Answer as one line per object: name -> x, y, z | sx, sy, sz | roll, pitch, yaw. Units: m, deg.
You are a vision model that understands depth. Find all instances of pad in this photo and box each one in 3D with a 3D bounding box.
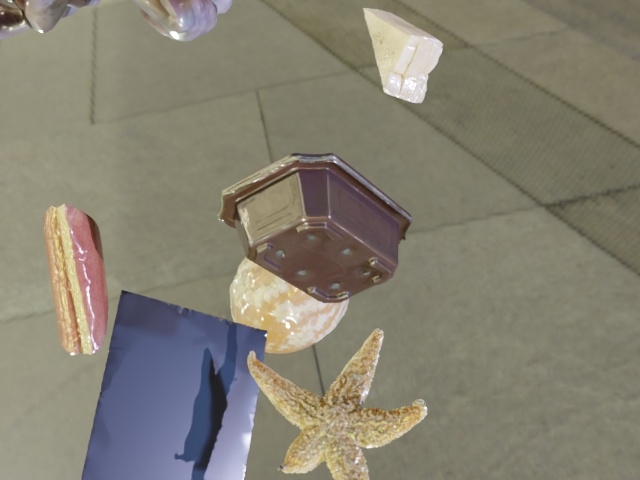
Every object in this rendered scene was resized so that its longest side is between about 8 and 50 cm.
pad -> -0.207, 0.275, 1.515 | 0.007, 0.248, 0.367 | -17, 60, 55

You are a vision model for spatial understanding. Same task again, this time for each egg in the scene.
egg -> -0.056, 0.096, 1.893 | 0.203, 0.245, 0.203 | 25, 32, -17

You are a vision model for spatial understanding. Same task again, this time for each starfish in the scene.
starfish -> 0.026, 0.231, 1.486 | 0.231, 0.048, 0.295 | -41, 63, -5

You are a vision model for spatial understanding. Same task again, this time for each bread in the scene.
bread -> -0.310, 0.041, 1.385 | 0.067, 0.192, 0.119 | -7, 10, -7
bread -> 0.116, -0.300, 1.732 | 0.077, 0.105, 0.152 | 10, 22, -35

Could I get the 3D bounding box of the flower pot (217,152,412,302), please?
flower pot -> 0.000, 0.000, 1.340 | 0.179, 0.251, 0.084 | -27, 52, 25

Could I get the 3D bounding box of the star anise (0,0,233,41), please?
star anise -> -0.103, -0.130, 0.449 | 0.283, 0.129, 0.212 | -32, 12, -17
